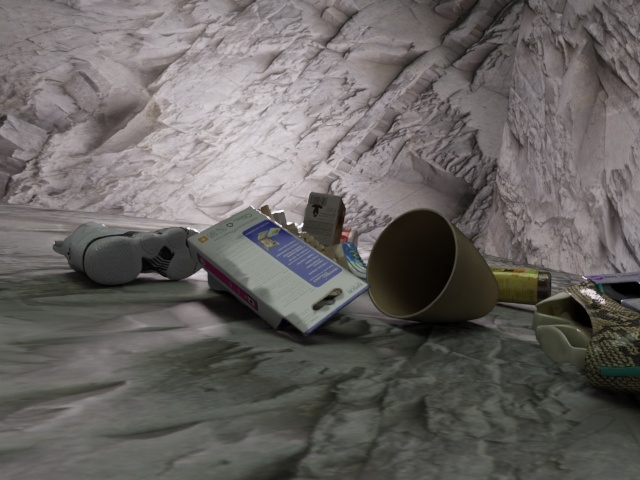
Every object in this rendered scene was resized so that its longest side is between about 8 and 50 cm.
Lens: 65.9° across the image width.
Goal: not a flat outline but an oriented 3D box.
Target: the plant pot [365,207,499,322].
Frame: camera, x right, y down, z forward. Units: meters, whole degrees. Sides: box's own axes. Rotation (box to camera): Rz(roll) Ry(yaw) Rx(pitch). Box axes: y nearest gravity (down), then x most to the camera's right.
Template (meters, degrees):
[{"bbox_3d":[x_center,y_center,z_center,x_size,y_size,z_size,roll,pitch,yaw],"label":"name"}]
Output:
[{"bbox_3d":[0.294,0.093,1.168,0.273,0.257,0.256,24,-6,-35],"label":"plant pot"}]

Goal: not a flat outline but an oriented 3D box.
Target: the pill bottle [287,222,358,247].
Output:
[{"bbox_3d":[-0.005,0.014,1.944,0.282,0.162,0.161,9,5,13],"label":"pill bottle"}]

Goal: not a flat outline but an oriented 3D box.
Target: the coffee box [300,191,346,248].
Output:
[{"bbox_3d":[0.000,0.000,1.431,0.098,0.247,0.141,9,-9,12],"label":"coffee box"}]

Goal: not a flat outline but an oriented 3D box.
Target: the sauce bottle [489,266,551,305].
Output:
[{"bbox_3d":[0.545,0.139,1.570,0.344,0.112,0.111,3,2,26],"label":"sauce bottle"}]

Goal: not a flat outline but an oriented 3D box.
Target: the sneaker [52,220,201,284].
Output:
[{"bbox_3d":[-0.466,0.019,1.242,0.210,0.138,0.365,13,10,30],"label":"sneaker"}]

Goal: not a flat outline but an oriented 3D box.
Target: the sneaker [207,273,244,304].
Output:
[{"bbox_3d":[-0.164,0.090,1.138,0.091,0.094,0.258,1,8,-40],"label":"sneaker"}]

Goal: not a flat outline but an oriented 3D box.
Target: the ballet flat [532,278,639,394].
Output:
[{"bbox_3d":[0.517,0.173,0.974,0.181,0.164,0.483,-8,2,16],"label":"ballet flat"}]

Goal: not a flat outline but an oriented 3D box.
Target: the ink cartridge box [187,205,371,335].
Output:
[{"bbox_3d":[-0.093,0.060,0.999,0.175,0.069,0.370,-32,47,-33],"label":"ink cartridge box"}]

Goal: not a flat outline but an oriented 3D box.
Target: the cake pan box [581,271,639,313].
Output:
[{"bbox_3d":[0.795,0.140,1.164,0.266,0.070,0.246,-5,12,2],"label":"cake pan box"}]

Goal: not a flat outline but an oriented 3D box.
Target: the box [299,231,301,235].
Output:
[{"bbox_3d":[-0.043,0.021,1.713,0.206,0.114,0.036,-12,36,12],"label":"box"}]

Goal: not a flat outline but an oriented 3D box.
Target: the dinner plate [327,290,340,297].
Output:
[{"bbox_3d":[-0.004,0.136,1.327,0.141,0.017,0.141,7,4,0],"label":"dinner plate"}]

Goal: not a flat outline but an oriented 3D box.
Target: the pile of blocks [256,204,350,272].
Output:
[{"bbox_3d":[-0.072,0.046,1.165,0.362,0.113,0.149,28,60,38],"label":"pile of blocks"}]

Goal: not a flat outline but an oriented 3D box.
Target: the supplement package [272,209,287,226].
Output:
[{"bbox_3d":[-0.201,-0.001,1.546,0.203,0.145,0.262,-13,5,1],"label":"supplement package"}]

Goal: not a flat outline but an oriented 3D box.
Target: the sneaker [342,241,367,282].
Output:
[{"bbox_3d":[0.101,0.072,1.601,0.091,0.126,0.240,3,6,-42],"label":"sneaker"}]
